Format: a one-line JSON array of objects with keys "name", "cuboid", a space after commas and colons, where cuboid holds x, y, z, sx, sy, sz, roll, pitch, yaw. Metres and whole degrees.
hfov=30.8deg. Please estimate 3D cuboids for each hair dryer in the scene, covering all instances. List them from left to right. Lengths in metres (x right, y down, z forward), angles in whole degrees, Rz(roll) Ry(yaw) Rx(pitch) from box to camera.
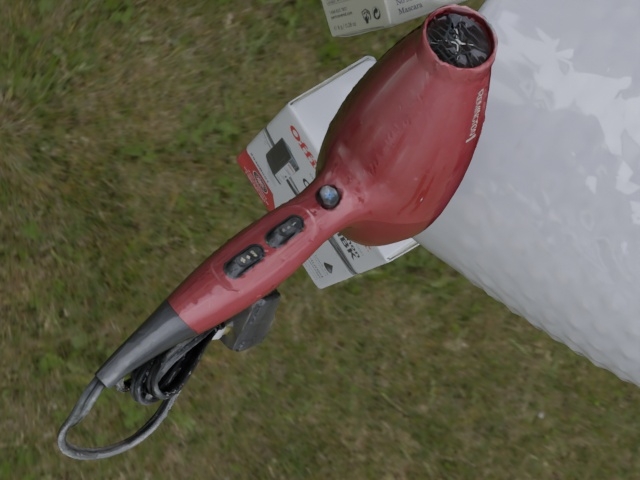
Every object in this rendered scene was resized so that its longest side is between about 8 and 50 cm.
[{"name": "hair dryer", "cuboid": [0.000, 0.000, 0.610, 0.080, 0.223, 0.293, 39, 115, 4]}]

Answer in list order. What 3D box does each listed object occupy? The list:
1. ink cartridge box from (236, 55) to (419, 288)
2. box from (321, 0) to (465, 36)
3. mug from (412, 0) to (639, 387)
[{"name": "ink cartridge box", "cuboid": [0.026, -0.067, 1.312, 0.114, 0.273, 0.197, -33, 91, -18]}, {"name": "box", "cuboid": [0.037, -0.315, 0.949, 0.113, 0.094, 0.275, -25, 105, -28]}, {"name": "mug", "cuboid": [0.273, -0.010, 0.813, 0.328, 0.374, 0.276, 36, 81, 22]}]
